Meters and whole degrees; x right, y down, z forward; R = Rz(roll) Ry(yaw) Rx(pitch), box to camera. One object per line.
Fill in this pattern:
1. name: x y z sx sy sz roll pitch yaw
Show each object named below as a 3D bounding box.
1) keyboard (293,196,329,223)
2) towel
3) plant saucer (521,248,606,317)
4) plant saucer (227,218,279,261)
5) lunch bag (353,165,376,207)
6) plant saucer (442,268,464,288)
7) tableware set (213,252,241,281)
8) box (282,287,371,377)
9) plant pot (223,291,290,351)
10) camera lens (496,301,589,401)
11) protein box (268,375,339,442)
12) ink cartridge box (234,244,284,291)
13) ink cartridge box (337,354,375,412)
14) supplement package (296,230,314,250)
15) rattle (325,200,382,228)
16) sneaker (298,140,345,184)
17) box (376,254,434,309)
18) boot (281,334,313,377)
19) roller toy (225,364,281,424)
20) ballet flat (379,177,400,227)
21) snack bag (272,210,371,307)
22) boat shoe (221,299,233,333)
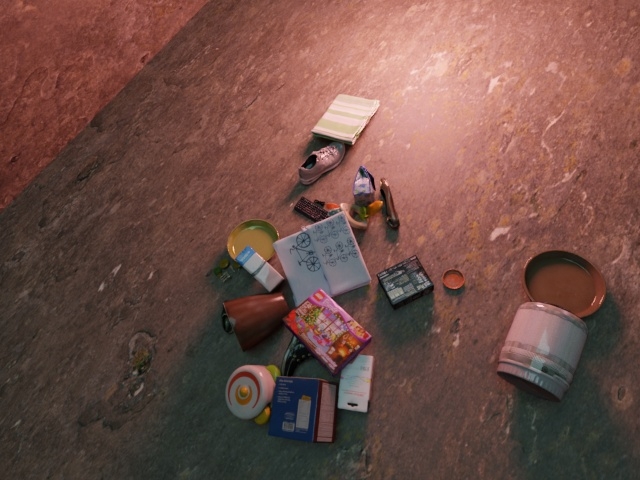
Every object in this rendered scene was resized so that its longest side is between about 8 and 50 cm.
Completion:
1. keyboard: -0.030 -0.150 1.921 0.180 0.023 0.108 33 77 25
2. towel: 0.124 -0.614 2.055 0.247 0.038 0.325 19 60 23
3. plant saucer: 0.883 0.160 1.506 0.277 0.041 0.278 -5 58 9
4. plant saucer: -0.306 0.013 1.894 0.240 0.037 0.241 -2 61 4
5. lunch bag: 0.197 -0.239 1.842 0.096 0.129 0.151 -5 62 11
6. plant saucer: 0.527 0.154 1.633 0.083 0.013 0.084 -6 63 13
7. tableware set: -0.418 0.117 1.901 0.154 0.024 0.104 -44 60 -8
8. box: 0.022 0.345 1.581 0.201 0.057 0.293 -38 59 -21
9. plant pot: -0.248 0.306 1.681 0.230 0.215 0.215 -22 61 -13
10. camera lens: 0.733 0.357 1.365 0.219 0.219 0.274 23 73 23
11. protein box: -0.058 0.604 1.477 0.199 0.136 0.201 -10 62 34
12. ink cartridge box: -0.253 0.125 1.745 0.203 0.148 0.086 43 82 4
13. ink cartridge box: 0.134 0.530 1.532 0.115 0.067 0.198 3 65 17
14. supplement package: 0.000 0.000 1.795 0.179 0.105 0.105 -22 61 4
15. rattle: 0.140 -0.139 1.764 0.199 0.143 0.130 29 62 -13
16. sneaker: 0.009 -0.388 1.968 0.281 0.115 0.105 -45 63 -11
17. box: 0.337 0.167 1.642 0.180 0.077 0.147 -27 61 1
18. boot: -0.041 0.452 1.607 0.178 0.085 0.236 16 72 18
19. roller toy: -0.255 0.573 1.554 0.191 0.146 0.209 -3 72 26
20. ballet flat: 0.293 -0.166 1.814 0.058 0.084 0.250 -15 68 7
21. snack bag: 0.000 0.087 1.711 0.342 0.037 0.323 -21 92 5
22. boat shoe: -0.402 0.324 1.782 0.056 0.049 0.152 -18 62 7
